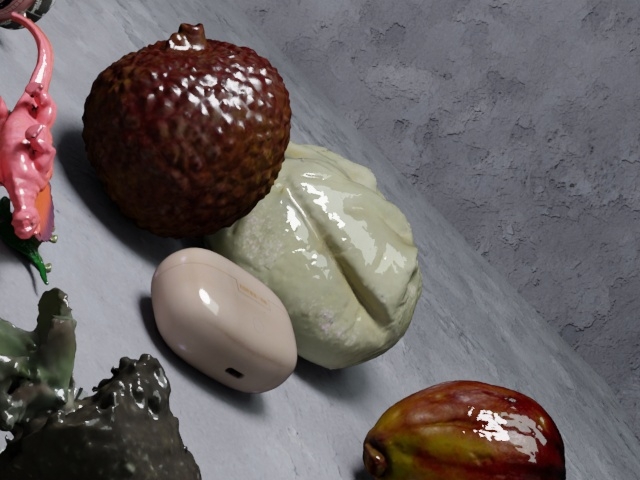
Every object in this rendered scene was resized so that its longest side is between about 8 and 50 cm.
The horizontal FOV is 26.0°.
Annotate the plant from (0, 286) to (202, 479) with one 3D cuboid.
[{"bbox_3d":[-0.171,0.136,0.941,0.203,0.131,0.142,65,27,-3],"label":"plant"}]

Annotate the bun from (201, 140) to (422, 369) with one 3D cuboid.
[{"bbox_3d":[0.000,0.000,1.871,0.365,0.219,0.365,43,13,-13],"label":"bun"}]

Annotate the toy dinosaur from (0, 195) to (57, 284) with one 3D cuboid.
[{"bbox_3d":[-0.291,0.005,1.372,0.060,0.029,0.119,20,33,-35],"label":"toy dinosaur"}]

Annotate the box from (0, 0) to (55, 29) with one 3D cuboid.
[{"bbox_3d":[-0.408,-0.346,1.695,0.135,0.151,0.151,12,39,-56],"label":"box"}]

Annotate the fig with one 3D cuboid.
[{"bbox_3d":[0.185,0.282,1.702,0.263,0.224,0.224,42,14,-4],"label":"fig"}]

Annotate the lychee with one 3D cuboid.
[{"bbox_3d":[-0.161,-0.130,1.668,0.260,0.260,0.260,45,14,-15],"label":"lychee"}]

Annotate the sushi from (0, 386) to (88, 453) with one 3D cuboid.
[{"bbox_3d":[-0.126,0.238,1.046,0.279,0.043,0.192,47,38,-7],"label":"sushi"}]

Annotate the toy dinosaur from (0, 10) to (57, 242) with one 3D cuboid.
[{"bbox_3d":[-0.279,-0.092,1.371,0.139,0.070,0.286,70,9,-45],"label":"toy dinosaur"}]

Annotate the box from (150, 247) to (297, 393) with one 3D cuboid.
[{"bbox_3d":[-0.106,0.090,1.549,0.200,0.088,0.146,36,28,-43],"label":"box"}]
